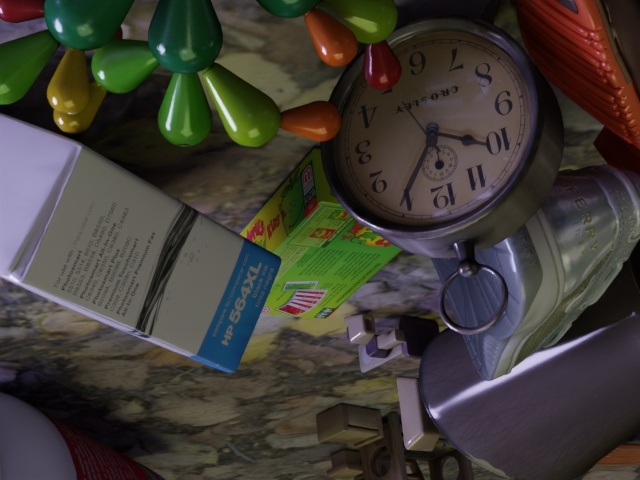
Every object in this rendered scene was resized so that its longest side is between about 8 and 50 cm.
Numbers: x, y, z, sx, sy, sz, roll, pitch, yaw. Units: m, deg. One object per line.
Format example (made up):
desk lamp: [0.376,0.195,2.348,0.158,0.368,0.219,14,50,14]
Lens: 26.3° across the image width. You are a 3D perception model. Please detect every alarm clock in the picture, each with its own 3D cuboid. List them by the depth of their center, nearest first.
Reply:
alarm clock: [0.071,-0.038,0.755,0.129,0.192,0.064,-17,154,21]

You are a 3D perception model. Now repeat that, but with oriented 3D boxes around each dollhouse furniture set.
dollhouse furniture set: [0.050,0.131,1.194,0.091,0.114,0.081,9,154,-35]
dollhouse furniture set: [0.045,0.259,1.467,0.182,0.101,0.161,15,147,-38]

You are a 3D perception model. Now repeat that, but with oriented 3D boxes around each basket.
basket: [0.224,0.085,1.108,0.204,0.154,0.227,10,146,-28]

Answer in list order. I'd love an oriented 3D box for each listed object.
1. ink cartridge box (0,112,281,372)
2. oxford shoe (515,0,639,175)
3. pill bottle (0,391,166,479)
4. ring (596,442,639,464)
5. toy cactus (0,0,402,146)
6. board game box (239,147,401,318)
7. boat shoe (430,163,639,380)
ink cartridge box: [-0.144,-0.003,0.824,0.148,0.086,0.203,20,172,35]
oxford shoe: [0.196,-0.103,0.804,0.098,0.097,0.271,-44,142,3]
pill bottle: [-0.288,0.270,1.259,0.229,0.229,0.407,-14,153,14]
ring: [0.405,0.179,1.479,0.337,0.032,0.336,-5,155,-2]
toy cactus: [-0.063,-0.127,0.674,0.219,0.112,0.180,-2,135,-5]
board game box: [0.000,0.000,0.986,0.092,0.043,0.181,5,152,-26]
boat shoe: [0.143,0.019,0.943,0.103,0.118,0.320,-20,167,-5]
